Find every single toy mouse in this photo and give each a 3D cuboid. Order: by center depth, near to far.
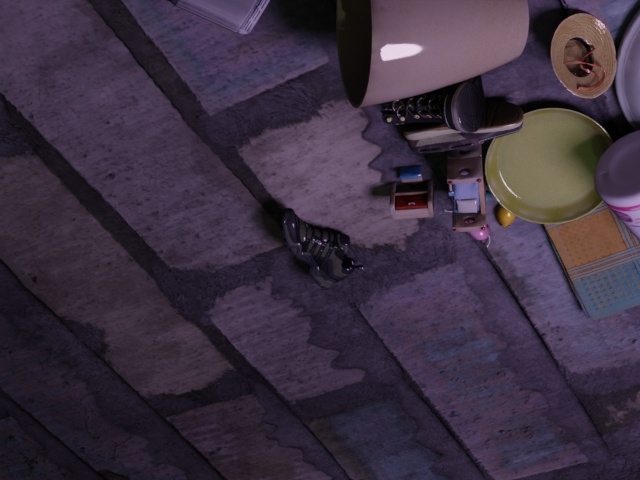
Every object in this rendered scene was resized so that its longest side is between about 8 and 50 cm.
[{"bbox_3d":[0.319,-0.046,1.887,0.143,0.031,0.161,8,132,1],"label":"toy mouse"}]

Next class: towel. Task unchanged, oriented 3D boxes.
[{"bbox_3d":[0.604,-0.008,1.880,0.272,0.040,0.370,-20,124,22],"label":"towel"}]

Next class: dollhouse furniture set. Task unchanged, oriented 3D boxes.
[{"bbox_3d":[0.218,-0.100,1.786,0.184,0.129,0.129,-4,131,11],"label":"dollhouse furniture set"}]

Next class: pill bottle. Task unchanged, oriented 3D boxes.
[{"bbox_3d":[0.630,-0.059,1.692,0.160,0.160,0.283,-30,128,30],"label":"pill bottle"}]

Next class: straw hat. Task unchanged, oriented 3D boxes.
[{"bbox_3d":[0.433,-0.311,1.610,0.144,0.144,0.061,33,171,-20],"label":"straw hat"}]

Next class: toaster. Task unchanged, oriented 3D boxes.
[{"bbox_3d":[-0.149,-0.438,1.536,0.146,0.129,0.227,25,129,-17],"label":"toaster"}]

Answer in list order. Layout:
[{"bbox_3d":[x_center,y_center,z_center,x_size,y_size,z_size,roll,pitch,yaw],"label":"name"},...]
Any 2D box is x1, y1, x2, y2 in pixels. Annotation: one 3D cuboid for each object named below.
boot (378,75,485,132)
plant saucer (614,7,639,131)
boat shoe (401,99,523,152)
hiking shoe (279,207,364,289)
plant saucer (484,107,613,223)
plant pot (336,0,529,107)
[{"bbox_3d":[0.184,-0.227,1.618,0.179,0.236,0.085,-6,109,19],"label":"boot"},{"bbox_3d":[0.703,-0.278,1.570,0.401,0.100,0.400,4,130,5],"label":"plant saucer"},{"bbox_3d":[0.264,-0.203,1.728,0.224,0.080,0.073,-5,136,19],"label":"boat shoe"},{"bbox_3d":[0.000,0.000,1.952,0.114,0.086,0.227,-27,130,12],"label":"hiking shoe"},{"bbox_3d":[0.430,-0.143,1.758,0.241,0.037,0.240,6,122,10],"label":"plant saucer"},{"bbox_3d":[0.184,-0.349,1.515,0.274,0.256,0.256,-4,133,-9],"label":"plant pot"}]
